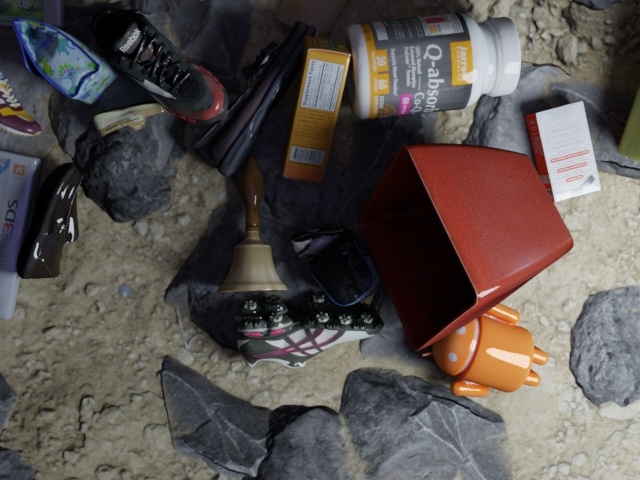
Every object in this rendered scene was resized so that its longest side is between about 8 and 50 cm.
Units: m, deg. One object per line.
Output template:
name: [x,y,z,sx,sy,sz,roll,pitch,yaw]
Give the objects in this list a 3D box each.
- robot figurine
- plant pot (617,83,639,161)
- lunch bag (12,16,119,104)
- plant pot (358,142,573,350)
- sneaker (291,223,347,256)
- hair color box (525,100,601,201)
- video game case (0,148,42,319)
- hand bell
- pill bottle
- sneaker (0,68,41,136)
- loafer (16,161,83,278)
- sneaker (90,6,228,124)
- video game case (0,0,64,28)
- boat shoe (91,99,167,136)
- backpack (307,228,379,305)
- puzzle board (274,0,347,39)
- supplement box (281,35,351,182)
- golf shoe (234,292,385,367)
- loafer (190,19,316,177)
robot figurine: [0.300,0.204,1.235,0.219,0.128,0.158,18,133,-5]
plant pot: [0.655,-0.235,1.161,0.276,0.276,0.254,19,107,-5]
lunch bag: [-0.435,-0.307,1.132,0.151,0.129,0.096,44,92,-8]
plant pot: [0.248,-0.005,1.126,0.235,0.267,0.267,-15,70,-20]
sneaker: [0.000,0.000,1.244,0.109,0.040,0.044,-12,126,-7]
hair color box: [0.447,-0.162,1.241,0.093,0.053,0.167,-15,96,-3]
video game case: [-0.688,-0.036,1.193,0.328,0.036,0.300,12,95,-5]
hand bell: [-0.121,-0.030,1.208,0.126,0.126,0.242,0,85,-4]
pill bottle: [0.186,-0.301,1.155,0.278,0.162,0.162,-7,97,-3]
sneaker: [-0.558,-0.251,1.160,0.185,0.069,0.084,31,99,-7]
loafer: [-0.467,-0.032,1.196,0.078,0.080,0.220,20,94,-39]
sneaker: [-0.273,-0.292,1.115,0.276,0.135,0.098,39,92,7]
video game case: [-0.551,-0.468,1.159,0.212,0.023,0.194,1,96,-4]
boat shoe: [-0.332,-0.217,1.192,0.135,0.050,0.045,-12,108,1]
backpack: [0.049,0.057,1.212,0.105,0.084,0.114,-37,74,12]
puzzle board: [-0.009,-0.426,1.204,0.096,0.011,0.128,31,93,-5]
supplement box: [-0.011,-0.221,1.148,0.080,0.078,0.234,10,120,-11]
golf shoe: [-0.020,0.168,1.240,0.272,0.105,0.120,-1,118,-3]
loafer: [-0.119,-0.258,1.172,0.095,0.109,0.303,32,96,-2]
